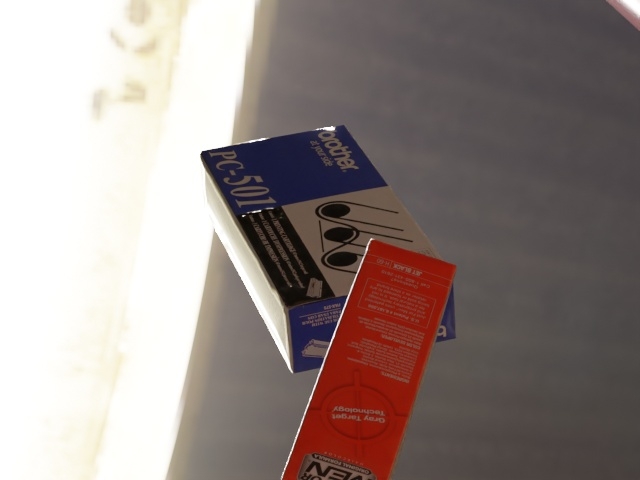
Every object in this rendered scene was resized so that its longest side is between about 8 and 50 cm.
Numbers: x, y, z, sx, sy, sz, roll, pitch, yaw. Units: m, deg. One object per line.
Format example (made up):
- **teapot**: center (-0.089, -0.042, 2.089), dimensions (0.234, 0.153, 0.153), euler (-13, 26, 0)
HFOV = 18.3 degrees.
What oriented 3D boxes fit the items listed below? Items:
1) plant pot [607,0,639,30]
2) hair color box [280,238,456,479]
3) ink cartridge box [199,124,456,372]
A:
- **plant pot**: center (0.158, -0.127, 0.432), dimensions (0.275, 0.243, 0.275), euler (-40, -29, -29)
- **hair color box**: center (0.017, 0.075, 0.843), dimensions (0.072, 0.043, 0.141), euler (103, -175, -46)
- **ink cartridge box**: center (0.000, 0.000, 1.166), dimensions (0.097, 0.207, 0.046), euler (-11, -61, -12)
